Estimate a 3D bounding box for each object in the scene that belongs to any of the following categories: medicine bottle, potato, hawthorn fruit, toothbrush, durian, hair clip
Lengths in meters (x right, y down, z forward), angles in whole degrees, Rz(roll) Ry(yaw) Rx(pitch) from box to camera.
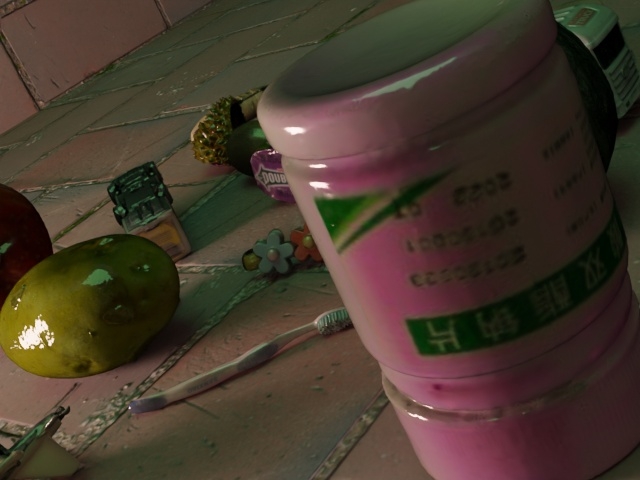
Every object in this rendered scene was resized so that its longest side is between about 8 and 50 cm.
[{"bbox_3d":[0.109,0.001,0.669,0.212,0.325,0.212,-20,23,9],"label":"medicine bottle"},{"bbox_3d":[-0.286,0.077,1.120,0.253,0.148,0.186,-24,42,20],"label":"potato"},{"bbox_3d":[-0.523,0.034,1.364,0.258,0.258,0.262,-35,53,-22],"label":"hawthorn fruit"},{"bbox_3d":[-0.084,0.129,0.979,0.269,0.021,0.027,-24,17,4],"label":"toothbrush"},{"bbox_3d":[-0.190,-0.192,1.656,0.108,0.119,0.186,-18,25,7],"label":"durian"},{"bbox_3d":[-0.001,-0.001,1.137,0.214,0.062,0.056,-17,-7,6],"label":"hair clip"}]

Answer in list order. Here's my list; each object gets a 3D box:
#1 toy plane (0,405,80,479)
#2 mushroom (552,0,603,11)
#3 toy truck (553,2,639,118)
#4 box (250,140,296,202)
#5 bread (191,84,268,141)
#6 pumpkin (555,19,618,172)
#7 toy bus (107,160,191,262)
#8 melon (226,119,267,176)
[{"bbox_3d":[-0.345,0.257,0.887,0.262,0.088,0.192,-39,-1,-23],"label":"toy plane"},{"bbox_3d":[0.349,-0.287,1.353,0.212,0.088,0.097,-44,19,-25],"label":"mushroom"},{"bbox_3d":[0.250,-0.214,1.199,0.305,0.162,0.136,-4,30,40],"label":"toy truck"},{"bbox_3d":[0.040,-0.184,1.438,0.134,0.097,0.345,3,35,34],"label":"box"},{"bbox_3d":[-0.178,-0.264,1.888,0.214,0.053,0.073,-34,28,-21],"label":"bread"},{"bbox_3d":[0.170,-0.106,0.927,0.293,0.263,0.197,-34,28,-14],"label":"pumpkin"},{"bbox_3d":[-0.269,-0.045,1.437,0.092,0.106,0.268,-28,25,-7],"label":"toy bus"},{"bbox_3d":[-0.096,-0.150,1.501,0.131,0.098,0.098,7,38,43],"label":"melon"}]
